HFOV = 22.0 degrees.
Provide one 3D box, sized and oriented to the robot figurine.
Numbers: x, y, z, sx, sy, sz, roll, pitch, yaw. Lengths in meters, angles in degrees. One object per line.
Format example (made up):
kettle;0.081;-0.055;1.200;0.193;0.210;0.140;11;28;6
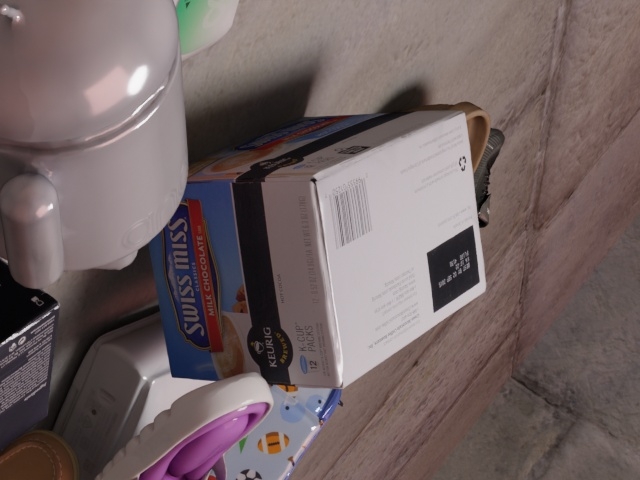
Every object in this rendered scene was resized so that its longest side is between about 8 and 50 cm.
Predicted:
robot figurine;-0.207;-0.113;1.288;0.353;0.200;0.299;93;-2;-58

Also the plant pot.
plant pot;0.123;-0.102;2.252;0.237;0.110;0.237;-48;161;-23

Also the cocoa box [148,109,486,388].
cocoa box;0.000;0.000;1.826;0.347;0.228;0.231;-28;114;-54

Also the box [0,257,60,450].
box;-0.316;0.085;1.415;0.093;0.156;0.158;-39;155;-39

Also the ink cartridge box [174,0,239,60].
ink cartridge box;-0.162;-0.162;1.549;0.181;0.056;0.224;-35;150;-46

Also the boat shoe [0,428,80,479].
boat shoe;-0.383;0.345;1.734;0.341;0.122;0.110;-53;162;-4

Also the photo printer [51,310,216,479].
photo printer;-0.190;0.196;1.982;0.307;0.107;0.256;-22;142;-59

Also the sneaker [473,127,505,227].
sneaker;0.234;-0.070;2.581;0.234;0.106;0.078;-51;161;-16

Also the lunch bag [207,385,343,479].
lunch bag;-0.097;0.269;2.228;0.303;0.115;0.243;-52;-170;-8

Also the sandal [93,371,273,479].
sandal;-0.164;0.279;1.766;0.169;0.102;0.416;-15;155;-31
